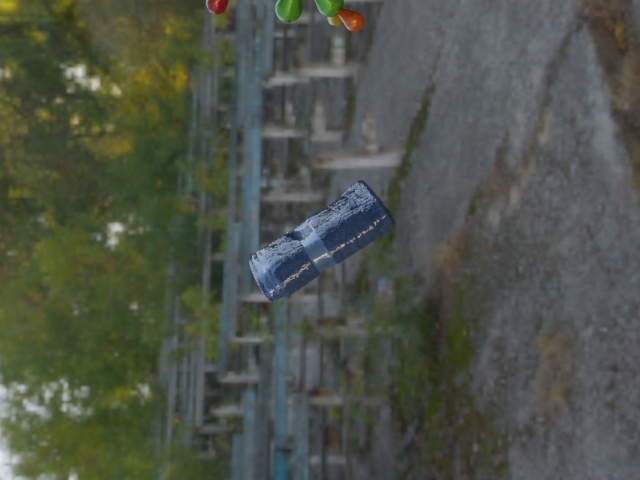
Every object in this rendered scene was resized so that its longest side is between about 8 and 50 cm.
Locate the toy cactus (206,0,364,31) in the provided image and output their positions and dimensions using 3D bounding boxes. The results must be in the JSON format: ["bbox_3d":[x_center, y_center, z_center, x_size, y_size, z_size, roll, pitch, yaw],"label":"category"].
[{"bbox_3d":[-0.011,-0.301,1.117,0.112,0.219,0.180,45,130,38],"label":"toy cactus"}]

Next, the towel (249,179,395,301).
[{"bbox_3d":[0.000,0.000,0.872,0.029,0.119,0.067,58,-179,-26],"label":"towel"}]
